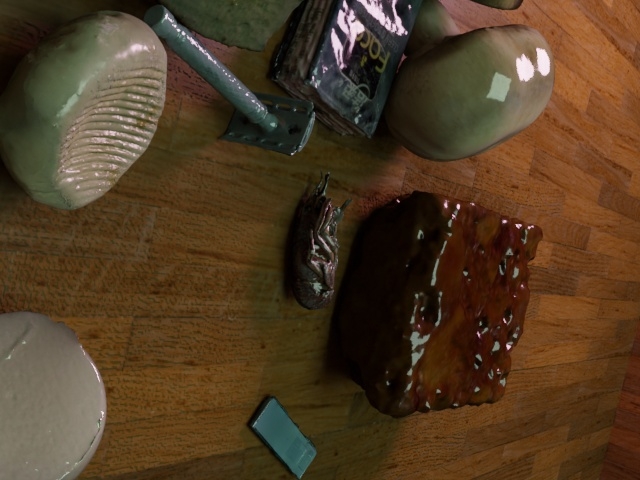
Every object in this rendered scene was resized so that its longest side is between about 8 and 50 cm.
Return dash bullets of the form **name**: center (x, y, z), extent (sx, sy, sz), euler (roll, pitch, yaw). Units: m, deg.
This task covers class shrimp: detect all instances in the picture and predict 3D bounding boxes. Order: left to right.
- **shrimp**: center (-0.001, 0.000, 1.061), extent (0.073, 0.075, 0.190), euler (4, 89, -22)

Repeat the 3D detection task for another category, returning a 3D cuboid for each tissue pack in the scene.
- **tissue pack**: center (0.043, -0.271, 1.015), extent (0.173, 0.073, 0.235), euler (32, 76, -52)

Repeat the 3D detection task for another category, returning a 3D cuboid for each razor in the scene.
- **razor**: center (-0.105, -0.165, 0.808), extent (0.232, 0.106, 0.068), euler (36, 73, -58)

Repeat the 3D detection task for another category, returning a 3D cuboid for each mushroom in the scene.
- **mushroom**: center (0.199, -0.240, 1.127), extent (0.260, 0.254, 0.234), euler (103, -38, -84)

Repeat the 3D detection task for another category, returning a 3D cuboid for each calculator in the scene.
- **calculator**: center (-0.051, 0.286, 1.136), extent (0.057, 0.018, 0.172), euler (-57, 141, -25)

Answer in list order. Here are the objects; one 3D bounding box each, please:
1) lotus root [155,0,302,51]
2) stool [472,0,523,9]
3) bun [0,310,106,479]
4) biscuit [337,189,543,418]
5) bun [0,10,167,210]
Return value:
- **lotus root**: center (-0.114, -0.314, 0.750), extent (0.314, 0.142, 0.210), euler (27, 43, -49)
- **stool**: center (0.250, -0.469, 1.055), extent (0.179, 0.179, 0.264), euler (-23, 146, -48)
- **bun**: center (-0.281, 0.153, 0.688), extent (0.173, 0.120, 0.173), euler (17, 60, -33)
- **biscuit**: center (0.200, 0.100, 1.282), extent (0.395, 0.166, 0.342), euler (13, 93, -53)
- **bun**: center (-0.218, -0.119, 0.693), extent (0.183, 0.102, 0.183), euler (-57, 168, -19)
